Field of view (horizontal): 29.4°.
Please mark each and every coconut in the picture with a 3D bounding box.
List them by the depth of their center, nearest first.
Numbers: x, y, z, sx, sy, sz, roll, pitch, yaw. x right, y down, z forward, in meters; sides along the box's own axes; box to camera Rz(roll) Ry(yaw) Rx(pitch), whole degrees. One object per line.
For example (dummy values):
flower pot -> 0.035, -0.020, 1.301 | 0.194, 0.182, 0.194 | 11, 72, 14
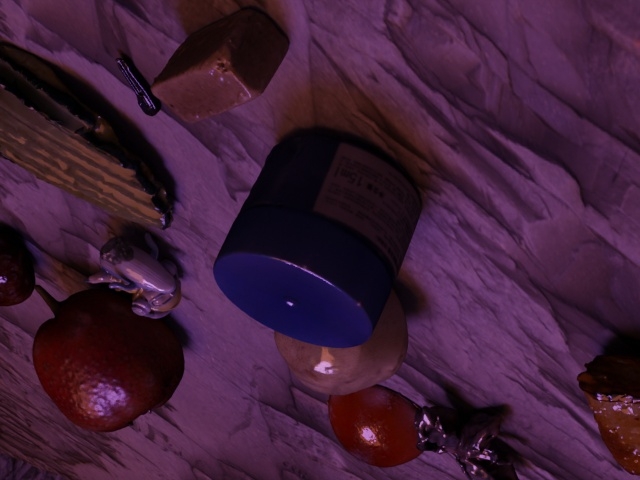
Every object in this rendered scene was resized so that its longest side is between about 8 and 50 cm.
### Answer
coconut -> 0.042, 0.150, 2.006 | 0.224, 0.224, 0.224 | 22, 151, 13

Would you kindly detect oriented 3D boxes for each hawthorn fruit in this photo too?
hawthorn fruit -> -0.466, 0.227, 2.525 | 0.369, 0.284, 0.285 | 45, 149, -9

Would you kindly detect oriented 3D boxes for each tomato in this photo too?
tomato -> 0.099, 0.369, 2.387 | 0.228, 0.112, 0.199 | -6, 134, 43

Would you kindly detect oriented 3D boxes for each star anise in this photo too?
star anise -> 0.262, 0.375, 2.246 | 0.198, 0.110, 0.257 | 14, 154, 26

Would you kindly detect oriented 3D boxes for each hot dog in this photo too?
hot dog -> 0.488, 0.257, 1.847 | 0.175, 0.114, 0.259 | 4, 145, 31

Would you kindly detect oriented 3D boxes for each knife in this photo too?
knife -> -0.277, -0.235, 1.850 | 0.031, 0.018, 0.121 | 6, 142, 34

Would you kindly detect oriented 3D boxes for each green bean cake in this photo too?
green bean cake -> -0.135, -0.231, 1.628 | 0.085, 0.109, 0.179 | 45, 148, -24

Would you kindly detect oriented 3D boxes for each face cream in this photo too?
face cream -> 0.000, 0.000, 1.759 | 0.249, 0.225, 0.249 | 20, 152, 11

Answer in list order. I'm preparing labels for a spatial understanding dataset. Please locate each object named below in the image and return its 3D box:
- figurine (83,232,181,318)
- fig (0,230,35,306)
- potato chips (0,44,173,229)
figurine -> -0.347, 0.065, 2.294 | 0.209, 0.128, 0.184 | 15, 152, 41
fig -> -0.734, 0.058, 2.591 | 0.274, 0.145, 0.170 | -1, 141, 21
potato chips -> -0.429, -0.158, 2.068 | 0.429, 0.070, 0.358 | 30, 155, 1
